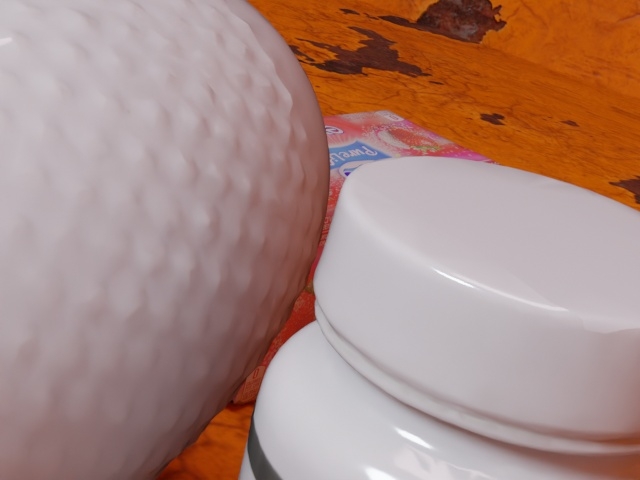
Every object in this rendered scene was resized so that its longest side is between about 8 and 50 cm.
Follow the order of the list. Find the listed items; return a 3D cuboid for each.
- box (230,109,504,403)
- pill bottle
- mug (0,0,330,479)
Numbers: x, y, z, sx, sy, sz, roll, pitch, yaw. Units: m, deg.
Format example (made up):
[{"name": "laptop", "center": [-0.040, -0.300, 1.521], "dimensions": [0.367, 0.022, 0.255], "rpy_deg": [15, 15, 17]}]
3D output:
[{"name": "box", "center": [0.000, 0.000, 0.956], "dimensions": [0.154, 0.142, 0.300], "rpy_deg": [30, 26, 34]}, {"name": "pill bottle", "center": [0.043, 0.124, 0.473], "dimensions": [0.161, 0.283, 0.161], "rpy_deg": [12, 21, -5]}, {"name": "mug", "center": [-0.195, -0.007, 0.614], "dimensions": [0.374, 0.276, 0.328], "rpy_deg": [10, 30, 36]}]
